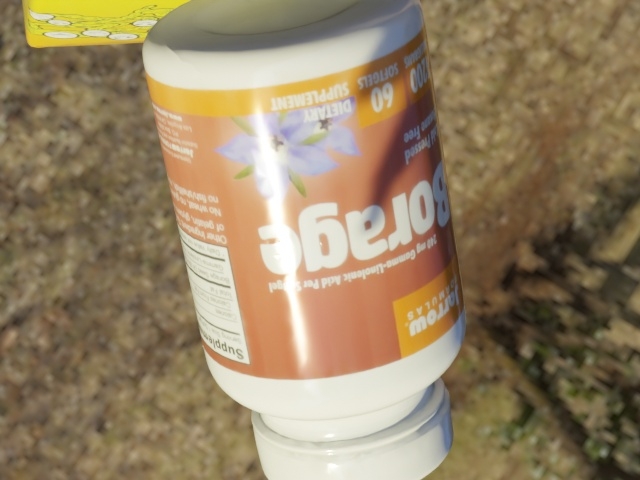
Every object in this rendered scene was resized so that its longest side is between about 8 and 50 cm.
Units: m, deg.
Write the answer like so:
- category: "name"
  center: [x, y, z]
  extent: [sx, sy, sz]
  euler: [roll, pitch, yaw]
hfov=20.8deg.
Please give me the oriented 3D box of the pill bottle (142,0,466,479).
- category: "pill bottle"
  center: [0.000, 0.000, 0.768]
  extent: [0.121, 0.121, 0.216]
  euler: [-40, 127, -49]

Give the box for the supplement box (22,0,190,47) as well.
- category: "supplement box"
  center: [-0.058, -0.225, 0.882]
  extent: [0.356, 0.194, 0.195]
  euler: [164, -79, -79]
